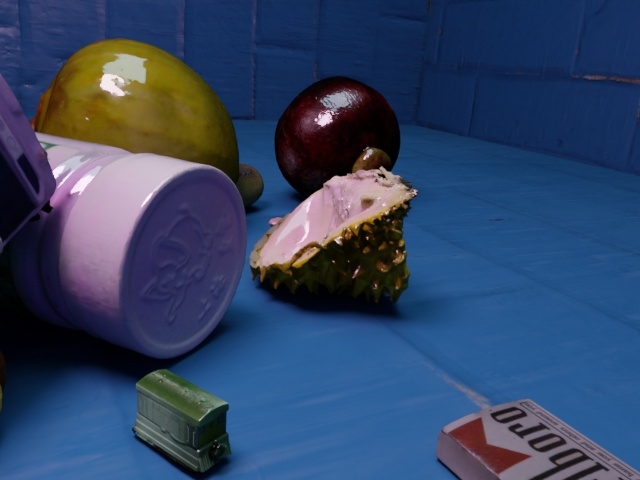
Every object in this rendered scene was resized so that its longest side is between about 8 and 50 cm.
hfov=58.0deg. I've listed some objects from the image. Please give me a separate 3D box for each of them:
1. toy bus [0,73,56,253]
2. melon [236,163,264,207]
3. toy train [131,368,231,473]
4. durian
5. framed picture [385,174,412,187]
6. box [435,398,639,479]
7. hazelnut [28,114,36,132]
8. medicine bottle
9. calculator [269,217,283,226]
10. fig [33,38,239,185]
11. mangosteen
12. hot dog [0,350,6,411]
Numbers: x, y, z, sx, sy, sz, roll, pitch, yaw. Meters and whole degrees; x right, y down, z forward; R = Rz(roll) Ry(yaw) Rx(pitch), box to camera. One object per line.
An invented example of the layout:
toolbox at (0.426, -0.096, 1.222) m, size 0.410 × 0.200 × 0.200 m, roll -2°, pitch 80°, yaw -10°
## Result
toy bus at (-0.457, -0.050, 0.478) m, size 0.440 × 0.209 × 0.249 m, roll -5°, pitch 35°, yaw 23°
melon at (-0.191, -0.108, 1.180) m, size 0.162 × 0.099 × 0.099 m, roll -13°, pitch 25°, yaw -38°
toy train at (-0.113, 0.144, 0.466) m, size 0.093 × 0.056 × 0.038 m, roll 16°, pitch 22°, yaw 34°
durian at (-0.005, 0.006, 0.805) m, size 0.196 × 0.185 × 0.305 m, roll -22°, pitch 21°, yaw -17°
framed picture at (0.076, -0.175, 1.599) m, size 0.290 × 0.020 × 0.211 m, roll -3°, pitch 19°, yaw -27°
box at (0.190, 0.190, 0.441) m, size 0.115 × 0.035 × 0.177 m, roll -6°, pitch 21°, yaw -30°
hazelnut at (-0.569, -0.201, 1.268) m, size 0.182 × 0.182 × 0.182 m, roll 5°, pitch 17°, yaw -1°
medicine bottle at (-0.273, -0.008, 0.652) m, size 0.326 × 0.211 × 0.212 m, roll 13°, pitch 19°, yaw 23°
calculator at (-0.014, -0.017, 1.064) m, size 0.166 × 0.024 × 0.103 m, roll 12°, pitch 19°, yaw 14°
fig at (-0.304, -0.174, 0.995) m, size 0.344 × 0.343 × 0.343 m, roll 5°, pitch 17°, yaw -1°
mangosteen at (0.049, -0.216, 1.290) m, size 0.297 × 0.296 × 0.293 m, roll -7°, pitch 19°, yaw -34°
hot dog at (-0.338, 0.103, 0.473) m, size 0.262 × 0.093 × 0.123 m, roll 20°, pitch 23°, yaw 40°
